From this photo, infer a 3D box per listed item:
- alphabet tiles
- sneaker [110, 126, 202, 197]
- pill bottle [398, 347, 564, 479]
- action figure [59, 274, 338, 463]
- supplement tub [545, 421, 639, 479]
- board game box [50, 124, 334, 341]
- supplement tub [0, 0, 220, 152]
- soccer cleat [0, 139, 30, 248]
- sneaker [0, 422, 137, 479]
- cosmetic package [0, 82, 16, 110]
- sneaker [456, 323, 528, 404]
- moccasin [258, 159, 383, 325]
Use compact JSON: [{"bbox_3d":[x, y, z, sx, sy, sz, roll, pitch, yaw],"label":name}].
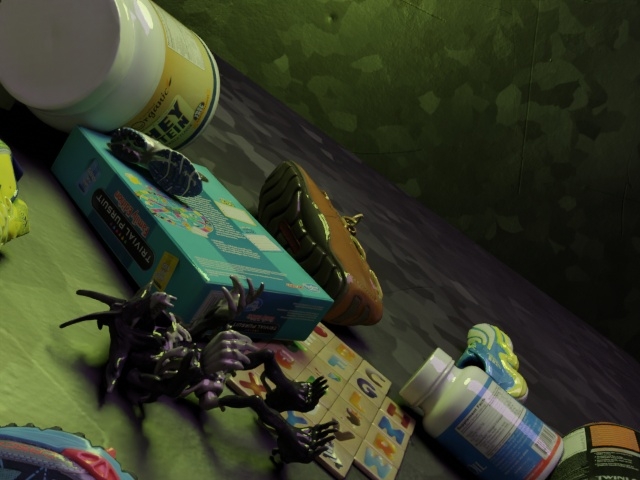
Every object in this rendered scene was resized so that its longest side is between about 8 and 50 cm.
[{"bbox_3d":[0.001,0.188,1.037,0.285,0.011,0.342,39,15,6],"label":"alphabet tiles"},{"bbox_3d":[-0.208,-0.106,1.035,0.135,0.052,0.058,36,10,2],"label":"sneaker"},{"bbox_3d":[0.226,0.261,1.127,0.221,0.124,0.124,41,15,10],"label":"pill bottle"},{"bbox_3d":[-0.107,0.108,0.780,0.276,0.141,0.164,34,27,-20],"label":"action figure"},{"bbox_3d":[0.398,0.369,1.069,0.193,0.193,0.316,41,15,11],"label":"supplement tub"},{"bbox_3d":[-0.173,-0.006,1.055,0.336,0.079,0.254,45,17,32],"label":"board game box"},{"bbox_3d":[-0.305,-0.254,1.154,0.228,0.228,0.316,41,7,13],"label":"supplement tub"},{"bbox_3d":[-0.328,-0.026,0.756,0.121,0.093,0.289,36,14,-35],"label":"soccer cleat"},{"bbox_3d":[-0.136,0.213,0.464,0.262,0.104,0.125,37,17,-2],"label":"sneaker"},{"bbox_3d":[-0.481,-0.242,1.135,0.060,0.041,0.115,22,22,-48],"label":"cosmetic package"},{"bbox_3d":[0.315,0.222,1.518,0.126,0.091,0.240,31,17,-24],"label":"sneaker"},{"bbox_3d":[0.002,-0.002,1.360,0.147,0.139,0.380,25,20,-43],"label":"moccasin"}]
